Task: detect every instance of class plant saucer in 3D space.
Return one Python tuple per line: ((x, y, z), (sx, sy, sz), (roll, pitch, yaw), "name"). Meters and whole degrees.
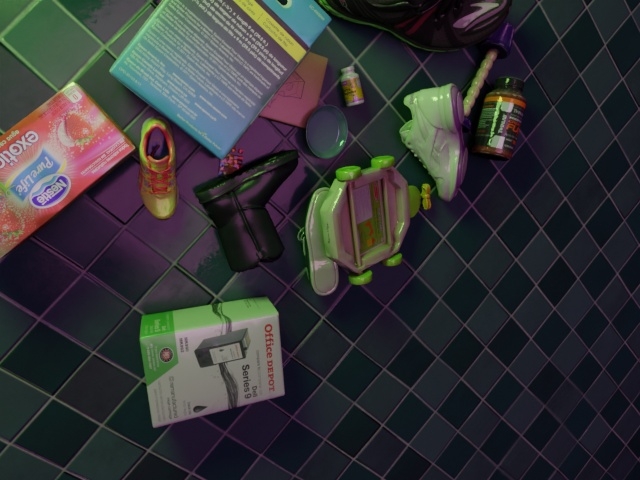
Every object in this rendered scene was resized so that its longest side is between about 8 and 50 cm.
((0.011, -0.249, 0.989), (0.119, 0.021, 0.120), (-13, 112, -34), "plant saucer")

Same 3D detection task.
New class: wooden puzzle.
((-0.198, -0.165, 0.949), (0.049, 0.006, 0.084), (5, 99, -21), "wooden puzzle")

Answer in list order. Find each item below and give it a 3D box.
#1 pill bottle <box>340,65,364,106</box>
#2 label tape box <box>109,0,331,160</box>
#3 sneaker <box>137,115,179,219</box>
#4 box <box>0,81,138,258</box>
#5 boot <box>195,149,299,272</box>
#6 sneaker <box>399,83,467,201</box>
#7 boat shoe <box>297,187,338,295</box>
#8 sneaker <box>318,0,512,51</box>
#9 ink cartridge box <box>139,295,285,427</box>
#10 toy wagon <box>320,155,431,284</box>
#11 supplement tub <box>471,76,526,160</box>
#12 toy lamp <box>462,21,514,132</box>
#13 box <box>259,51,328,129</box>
((0.071, -0.353, 0.990), (0.043, 0.043, 0.084), (-20, 107, -15), "pill bottle")
((-0.186, -0.369, 0.834), (0.249, 0.115, 0.348), (38, 91, -19), "label tape box")
((-0.326, -0.141, 0.860), (0.081, 0.094, 0.209), (-7, 105, -20), "sneaker")
((-0.493, -0.125, 0.771), (0.300, 0.154, 0.142), (-43, 112, -9), "box")
((-0.125, -0.064, 0.952), (0.246, 0.094, 0.207), (-30, 114, -17), "boot")
((0.282, -0.235, 1.072), (0.114, 0.152, 0.305), (-57, 141, -43), "sneaker")
((0.000, 0.000, 1.019), (0.095, 0.079, 0.255), (-12, 107, -20), "boat shoe")
((0.223, -0.530, 0.924), (0.481, 0.202, 0.186), (-1, 102, -20), "sneaker")
((-0.235, 0.258, 0.961), (0.288, 0.121, 0.211), (-8, 104, -19), "ink cartridge box")
((0.143, -0.062, 1.032), (0.344, 0.068, 0.268), (-24, 115, -39), "toy wagon")
((0.463, -0.312, 1.111), (0.105, 0.106, 0.198), (9, 98, -22), "supplement tub")
((0.404, -0.412, 1.087), (0.080, 0.080, 0.275), (25, 95, -23), "toy lamp")
((-0.094, -0.346, 0.943), (0.201, 0.021, 0.165), (10, 98, -23), "box")
